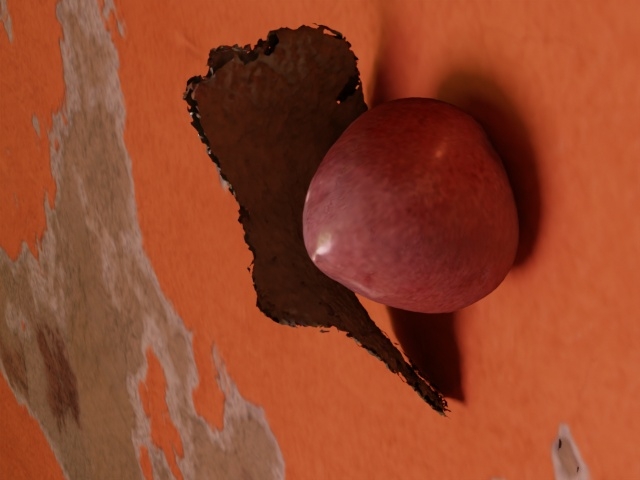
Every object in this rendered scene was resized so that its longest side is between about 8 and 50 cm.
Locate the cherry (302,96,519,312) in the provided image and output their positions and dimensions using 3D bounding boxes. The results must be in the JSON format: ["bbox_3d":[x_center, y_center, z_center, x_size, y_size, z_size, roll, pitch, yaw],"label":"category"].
[{"bbox_3d":[0.047,-0.013,0.667,0.106,0.087,0.126,53,-158,-9],"label":"cherry"}]

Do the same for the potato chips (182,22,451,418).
[{"bbox_3d":[0.008,-0.001,0.744,0.059,0.167,0.228,-12,100,22],"label":"potato chips"}]
